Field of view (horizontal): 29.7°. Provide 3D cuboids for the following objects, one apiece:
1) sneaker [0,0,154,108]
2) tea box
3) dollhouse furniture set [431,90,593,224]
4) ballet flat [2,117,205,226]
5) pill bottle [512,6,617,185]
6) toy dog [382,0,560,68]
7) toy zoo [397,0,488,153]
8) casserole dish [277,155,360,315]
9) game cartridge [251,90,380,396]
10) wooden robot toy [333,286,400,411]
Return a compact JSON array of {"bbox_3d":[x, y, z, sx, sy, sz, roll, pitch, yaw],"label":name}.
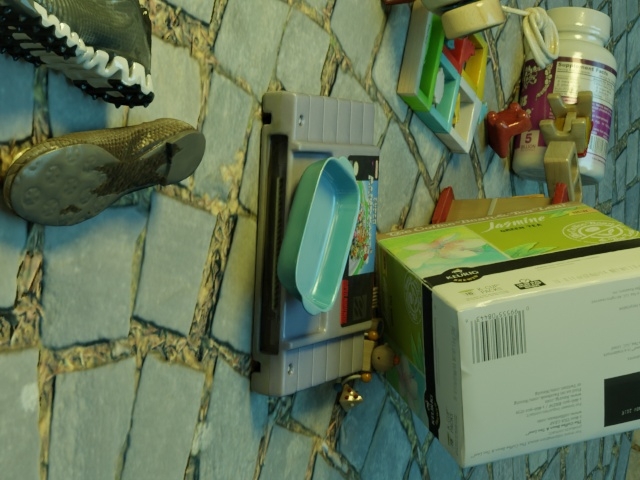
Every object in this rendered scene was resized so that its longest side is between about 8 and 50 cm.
[{"bbox_3d":[-0.211,-0.195,1.025,0.234,0.078,0.106,28,67,-65],"label":"sneaker"},{"bbox_3d":[0.272,0.108,1.602,0.323,0.329,0.220,-139,-139,-67],"label":"tea box"},{"bbox_3d":[0.326,-0.078,1.963,0.374,0.201,0.152,-65,147,-46],"label":"dollhouse furniture set"},{"bbox_3d":[-0.200,-0.072,1.096,0.250,0.058,0.084,-24,137,-53],"label":"ballet flat"},{"bbox_3d":[0.446,-0.260,2.183,0.169,0.169,0.301,21,76,-62],"label":"pill bottle"},{"bbox_3d":[0.204,-0.361,1.703,0.333,0.161,0.220,12,72,-58],"label":"toy dog"},{"bbox_3d":[0.200,-0.257,1.854,0.293,0.030,0.192,33,65,-60],"label":"toy zoo"},{"bbox_3d":[-0.004,-0.007,1.375,0.114,0.037,0.188,44,57,-57],"label":"casserole dish"},{"bbox_3d":[0.000,0.000,1.483,0.230,0.068,0.355,-5,99,-58],"label":"game cartridge"},{"bbox_3d":[0.075,0.150,1.627,0.076,0.079,0.173,24,73,-61],"label":"wooden robot toy"}]
